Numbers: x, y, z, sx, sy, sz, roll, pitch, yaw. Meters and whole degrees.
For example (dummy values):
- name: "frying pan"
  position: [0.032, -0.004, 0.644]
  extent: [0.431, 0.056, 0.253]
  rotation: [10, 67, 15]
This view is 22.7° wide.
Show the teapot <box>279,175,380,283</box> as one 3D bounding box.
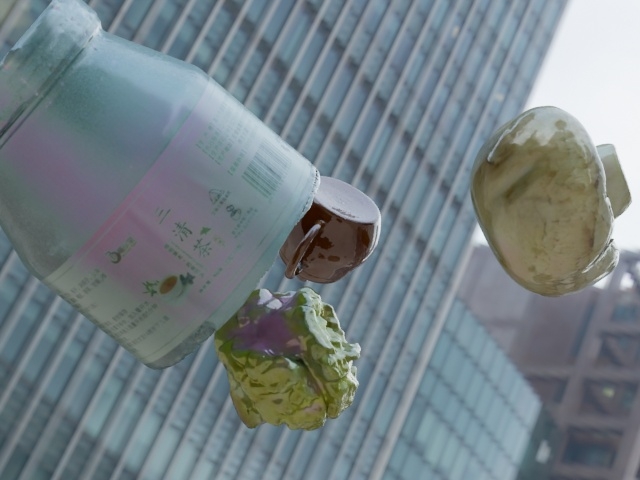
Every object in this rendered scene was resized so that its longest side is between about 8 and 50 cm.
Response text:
- name: "teapot"
  position: [0.000, 0.000, 1.692]
  extent: [0.116, 0.173, 0.116]
  rotation: [6, -71, 19]

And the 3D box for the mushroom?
- name: "mushroom"
  position: [0.166, -0.029, 1.148]
  extent: [0.112, 0.148, 0.148]
  rotation: [-19, -41, 9]

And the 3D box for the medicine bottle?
- name: "medicine bottle"
  position: [-0.183, -0.061, 1.433]
  extent: [0.290, 0.245, 0.245]
  rotation: [39, -30, -12]

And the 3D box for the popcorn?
- name: "popcorn"
  position: [-0.030, 0.112, 1.485]
  extent: [0.145, 0.126, 0.126]
  rotation: [30, -48, 20]
